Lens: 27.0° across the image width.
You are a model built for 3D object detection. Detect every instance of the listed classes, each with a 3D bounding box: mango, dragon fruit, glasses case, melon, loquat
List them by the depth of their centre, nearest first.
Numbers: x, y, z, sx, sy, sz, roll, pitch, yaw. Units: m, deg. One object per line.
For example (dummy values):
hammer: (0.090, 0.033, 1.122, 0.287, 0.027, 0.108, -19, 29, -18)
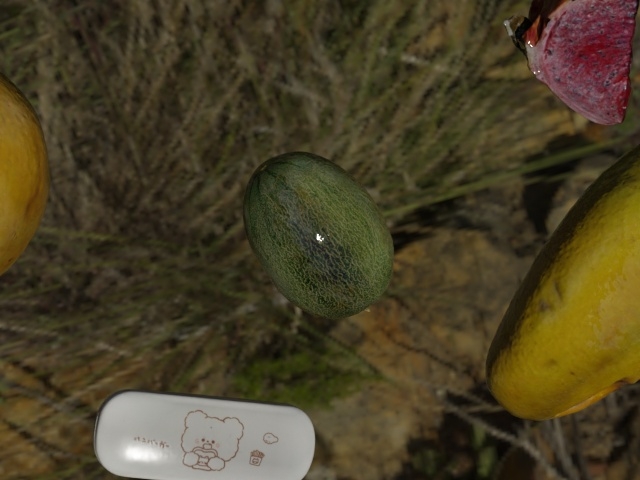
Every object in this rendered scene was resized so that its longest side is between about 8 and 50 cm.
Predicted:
dragon fruit: (0.191, -0.167, 0.993, 0.102, 0.096, 0.147, -57, 153, -54)
glasses case: (-0.097, 0.170, 1.141, 0.193, 0.049, 0.074, 9, 85, -21)
melon: (0.000, 0.000, 1.146, 0.167, 0.114, 0.114, 58, 32, -23)
loquat: (-0.397, -0.070, 1.278, 0.275, 0.275, 0.275, 36, 47, -49)
mango: (0.308, 0.040, 1.372, 0.182, 0.365, 0.253, 49, 12, 16)
